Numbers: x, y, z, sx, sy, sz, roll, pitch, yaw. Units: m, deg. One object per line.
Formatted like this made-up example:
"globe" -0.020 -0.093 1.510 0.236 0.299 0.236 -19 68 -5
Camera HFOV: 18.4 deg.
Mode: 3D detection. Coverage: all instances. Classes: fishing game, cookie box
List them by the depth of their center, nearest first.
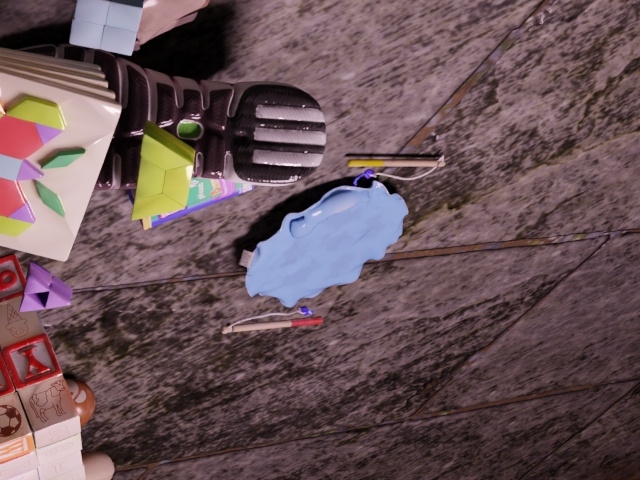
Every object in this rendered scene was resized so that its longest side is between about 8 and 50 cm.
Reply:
"cookie box" -0.115 -0.061 1.734 0.107 0.040 0.092 -20 158 -10
"fishing game" 0.000 0.000 1.995 0.189 0.041 0.264 -5 142 -41

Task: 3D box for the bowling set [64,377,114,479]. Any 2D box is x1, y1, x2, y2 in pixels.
"bowling set" -0.320 0.243 2.072 0.154 0.287 0.199 -12 112 -47

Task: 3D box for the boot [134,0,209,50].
"boot" -0.129 -0.180 1.457 0.087 0.042 0.118 -14 155 -20

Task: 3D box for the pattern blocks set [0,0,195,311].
"pattern blocks set" -0.234 -0.063 1.438 0.285 0.026 0.324 4 134 -1

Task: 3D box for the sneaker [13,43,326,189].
"sneaker" -0.149 -0.089 1.568 0.281 0.106 0.162 9 -179 -19

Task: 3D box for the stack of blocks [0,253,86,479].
"stack of blocks" -0.291 0.160 1.868 0.087 0.171 0.297 -20 158 -13
